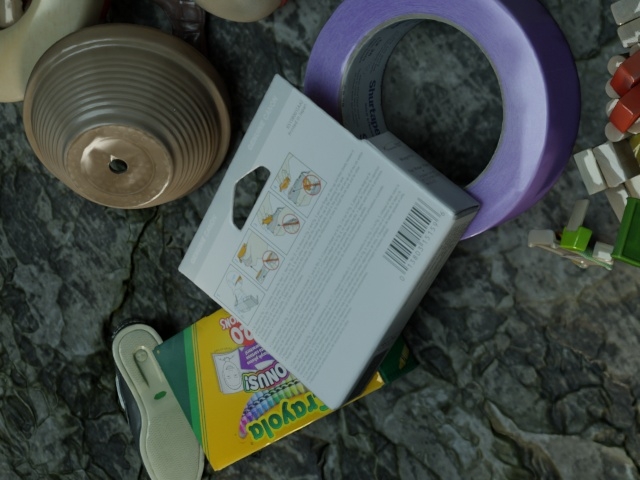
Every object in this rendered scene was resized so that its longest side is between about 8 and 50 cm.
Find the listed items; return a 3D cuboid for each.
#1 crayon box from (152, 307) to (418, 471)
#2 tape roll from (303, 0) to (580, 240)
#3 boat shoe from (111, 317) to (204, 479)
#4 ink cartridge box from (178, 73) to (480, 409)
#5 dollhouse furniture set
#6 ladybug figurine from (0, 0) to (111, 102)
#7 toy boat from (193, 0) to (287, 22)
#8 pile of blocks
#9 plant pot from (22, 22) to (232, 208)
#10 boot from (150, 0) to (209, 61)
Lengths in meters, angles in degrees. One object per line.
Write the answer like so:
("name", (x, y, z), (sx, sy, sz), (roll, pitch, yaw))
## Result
("crayon box", (-0.045, 0.134, 1.592), (0.278, 0.081, 0.165), (-32, 84, 33))
("tape roll", (0.120, -0.138, 1.420), (0.274, 0.090, 0.275), (8, 105, 31))
("boat shoe", (-0.202, 0.207, 1.726), (0.079, 0.084, 0.233), (15, 123, 69))
("ink cartridge box", (0.000, 0.000, 1.442), (0.239, 0.060, 0.275), (41, 122, 19))
("dollhouse furniture set", (0.266, -0.010, 1.342), (0.059, 0.076, 0.151), (-71, 17, -5))
("ladybug figurine", (-0.345, -0.388, 1.608), (0.305, 0.162, 0.449), (13, 108, 28))
("toy boat", (-0.106, -0.349, 1.492), (0.231, 0.151, 0.151), (48, 167, -7))
("pile of blocks", (0.328, -0.174, 1.268), (0.149, 0.112, 0.362), (17, 111, 28))
("plant pot", (-0.220, -0.114, 1.554), (0.237, 0.110, 0.237), (1, 130, 2))
("boot", (-0.174, -0.238, 1.616), (0.106, 0.037, 0.114), (11, 112, 32))
